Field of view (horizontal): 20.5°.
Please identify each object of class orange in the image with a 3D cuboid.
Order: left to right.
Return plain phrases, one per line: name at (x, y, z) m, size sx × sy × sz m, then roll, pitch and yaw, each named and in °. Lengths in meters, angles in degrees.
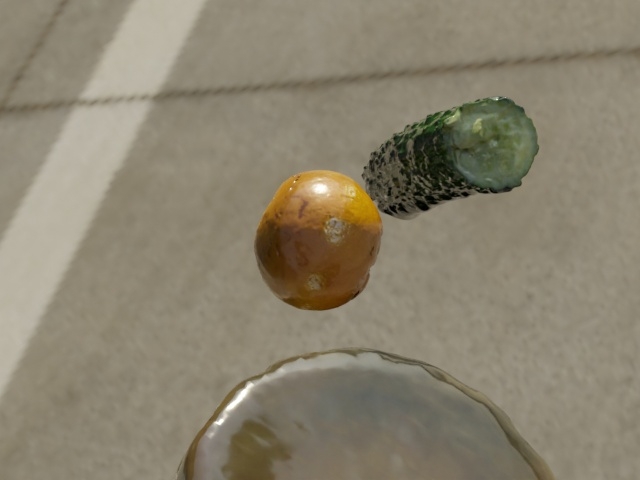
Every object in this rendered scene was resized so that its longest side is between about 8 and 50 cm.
orange at (0.000, 0.000, 1.025) m, size 0.070 × 0.083 × 0.083 m, roll 23°, pitch 57°, yaw 9°

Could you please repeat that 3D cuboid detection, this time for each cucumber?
cucumber at (0.068, -0.047, 1.028) m, size 0.058 × 0.058 × 0.187 m, roll -42°, pitch 6°, yaw -14°

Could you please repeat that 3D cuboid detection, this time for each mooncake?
mooncake at (0.024, 0.219, 1.184) m, size 0.290 × 0.161 × 0.290 m, roll 14°, pitch 46°, yaw -15°
